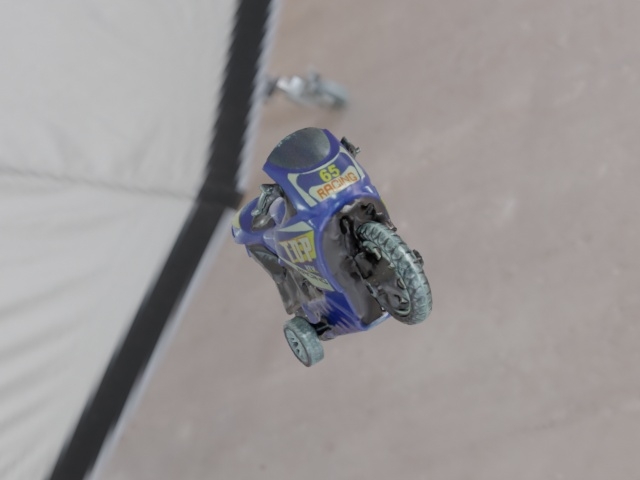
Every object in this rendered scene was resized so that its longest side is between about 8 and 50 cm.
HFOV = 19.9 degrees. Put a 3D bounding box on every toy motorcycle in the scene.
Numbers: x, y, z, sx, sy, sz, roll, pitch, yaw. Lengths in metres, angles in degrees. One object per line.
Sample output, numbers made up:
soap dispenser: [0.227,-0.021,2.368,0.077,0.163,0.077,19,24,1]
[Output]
toy motorcycle: [0.000,0.000,1.430,0.113,0.169,0.315,-31,4,-18]
